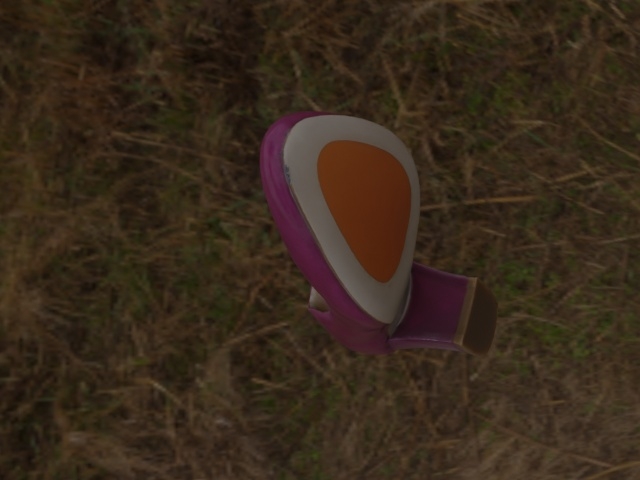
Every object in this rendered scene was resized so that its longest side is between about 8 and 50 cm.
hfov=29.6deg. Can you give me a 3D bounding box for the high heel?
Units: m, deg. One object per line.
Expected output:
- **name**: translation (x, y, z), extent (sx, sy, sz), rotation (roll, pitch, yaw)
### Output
- **high heel**: translation (0.000, 0.000, 0.598), extent (0.117, 0.244, 0.082), rotation (8, 78, 29)
